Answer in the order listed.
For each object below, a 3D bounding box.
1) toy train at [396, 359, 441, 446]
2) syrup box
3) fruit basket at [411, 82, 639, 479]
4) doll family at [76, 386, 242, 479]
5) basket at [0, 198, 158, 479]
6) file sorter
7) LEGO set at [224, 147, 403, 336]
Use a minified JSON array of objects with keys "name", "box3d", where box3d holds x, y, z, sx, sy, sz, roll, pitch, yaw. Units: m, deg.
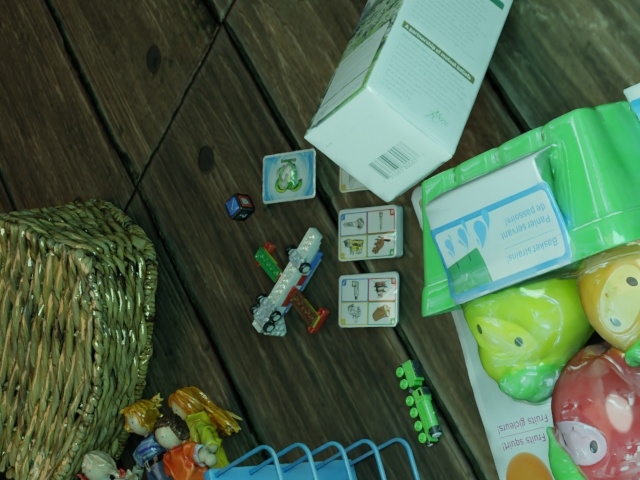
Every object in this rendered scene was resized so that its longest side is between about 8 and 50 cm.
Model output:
[{"name":"toy train","box3d":[0.092,0.148,1.540,0.024,0.017,0.083,-38,60,35]},{"name":"syrup box","box3d":[0.082,-0.158,1.393,0.093,0.096,0.237,-35,23,48]},{"name":"fruit basket","box3d":[0.208,0.083,1.262,0.327,0.165,0.353,-24,74,51]},{"name":"doll family","box3d":[-0.155,0.243,1.803,0.263,0.118,0.163,-29,84,49]},{"name":"basket","box3d":[-0.272,0.119,1.945,0.213,0.223,0.299,18,104,27]},{"name":"file sorter","box3d":[0.001,0.246,1.534,0.104,0.170,0.118,-37,60,44]},{"name":"LEGO set","box3d":[0.000,0.000,1.659,0.244,0.060,0.182,-6,81,45]}]
